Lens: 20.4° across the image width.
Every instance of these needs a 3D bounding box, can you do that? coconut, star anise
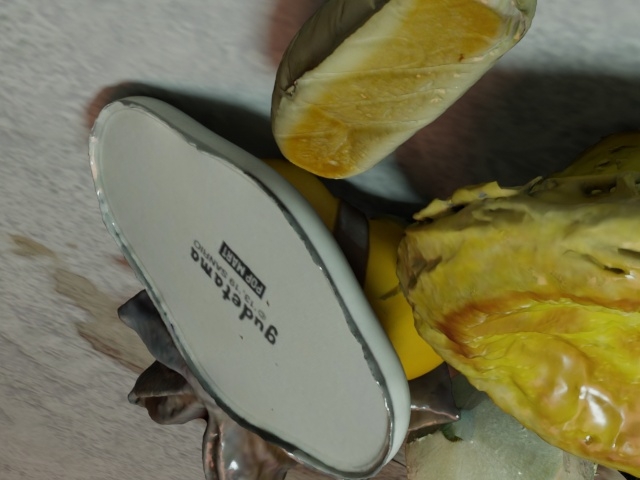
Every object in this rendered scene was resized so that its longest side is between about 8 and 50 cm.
[{"bbox_3d":[0.116,0.140,1.146,0.116,0.116,0.122,5,157,34],"label":"coconut"},{"bbox_3d":[-0.040,0.092,1.178,0.198,0.110,0.257,47,140,0],"label":"star anise"}]

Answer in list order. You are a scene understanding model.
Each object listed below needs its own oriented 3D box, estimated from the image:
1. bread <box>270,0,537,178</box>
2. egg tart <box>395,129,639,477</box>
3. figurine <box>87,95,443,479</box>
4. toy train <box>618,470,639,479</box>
[{"bbox_3d":[0.030,-0.085,0.763,0.073,0.053,0.214,21,157,-14],"label":"bread"},{"bbox_3d":[0.179,0.030,0.827,0.294,0.116,0.295,19,161,7],"label":"egg tart"},{"bbox_3d":[0.000,0.000,0.977,0.250,0.141,0.166,53,145,12],"label":"figurine"},{"bbox_3d":[0.217,0.141,1.019,0.051,0.052,0.234,32,-172,-30],"label":"toy train"}]
